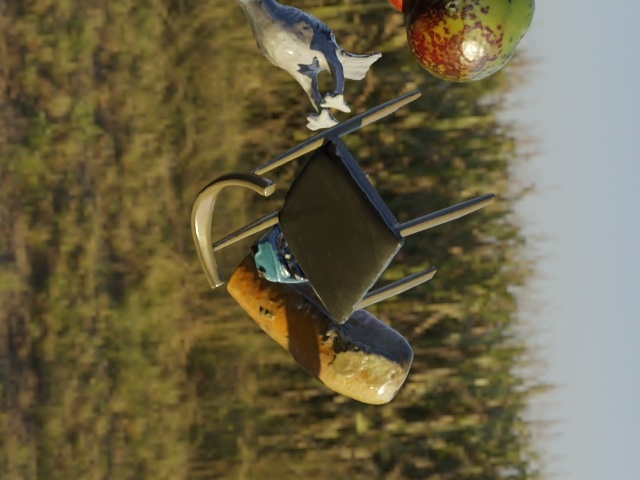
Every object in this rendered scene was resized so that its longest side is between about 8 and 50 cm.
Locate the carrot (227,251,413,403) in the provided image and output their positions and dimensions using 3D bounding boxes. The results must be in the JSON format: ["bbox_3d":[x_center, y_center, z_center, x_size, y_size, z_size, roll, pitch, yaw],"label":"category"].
[{"bbox_3d":[0.000,0.135,2.114,0.138,0.302,0.138,-50,166,-17],"label":"carrot"}]

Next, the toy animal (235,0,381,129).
[{"bbox_3d":[-0.010,-0.233,1.781,0.367,0.081,0.205,26,37,-47],"label":"toy animal"}]

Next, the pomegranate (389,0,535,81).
[{"bbox_3d":[0.183,-0.346,2.016,0.214,0.248,0.214,24,90,-88],"label":"pomegranate"}]

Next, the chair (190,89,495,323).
[{"bbox_3d":[0.017,-0.019,1.484,0.166,0.272,0.188,57,-36,19],"label":"chair"}]

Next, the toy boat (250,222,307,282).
[{"bbox_3d":[0.000,0.000,1.912,0.223,0.097,0.100,-20,100,-52],"label":"toy boat"}]
